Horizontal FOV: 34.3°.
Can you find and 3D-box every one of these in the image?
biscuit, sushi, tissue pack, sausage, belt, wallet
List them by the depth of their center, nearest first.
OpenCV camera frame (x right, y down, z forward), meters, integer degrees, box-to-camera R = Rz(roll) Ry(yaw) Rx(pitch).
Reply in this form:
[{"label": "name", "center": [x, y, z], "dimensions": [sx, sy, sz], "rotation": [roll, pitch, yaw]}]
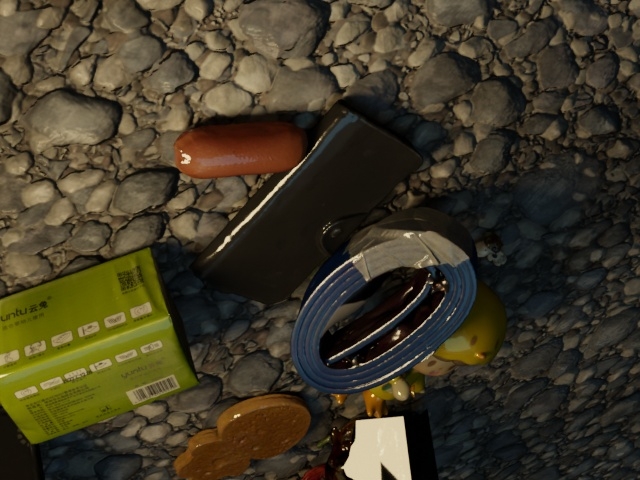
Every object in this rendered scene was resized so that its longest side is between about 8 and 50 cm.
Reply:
[{"label": "sausage", "center": [-0.110, -0.126, 1.437], "dimensions": [0.194, 0.077, 0.077], "rotation": [-6, 138, -20]}, {"label": "tissue pack", "center": [-0.348, 0.161, 1.568], "dimensions": [0.274, 0.167, 0.200], "rotation": [-19, 139, -4]}, {"label": "wallet", "center": [-0.022, -0.042, 1.585], "dimensions": [0.197, 0.051, 0.377], "rotation": [25, 119, -41]}, {"label": "belt", "center": [0.098, 0.098, 1.673], "dimensions": [0.347, 0.117, 0.212], "rotation": [-41, 100, 21]}, {"label": "biscuit", "center": [-0.152, 0.387, 2.023], "dimensions": [0.288, 0.044, 0.202], "rotation": [-34, 139, 15]}, {"label": "sushi", "center": [0.116, 0.459, 2.085], "dimensions": [0.212, 0.216, 0.227], "rotation": [-10, 173, 17]}]

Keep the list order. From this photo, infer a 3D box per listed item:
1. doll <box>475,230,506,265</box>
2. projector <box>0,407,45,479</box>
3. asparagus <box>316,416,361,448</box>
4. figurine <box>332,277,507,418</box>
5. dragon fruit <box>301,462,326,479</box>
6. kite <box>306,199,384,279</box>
[{"label": "doll", "center": [0.307, 0.018, 1.838], "dimensions": [0.085, 0.040, 0.058], "rotation": [22, 136, -36]}, {"label": "projector", "center": [-0.666, 0.499, 1.734], "dimensions": [0.395, 0.242, 0.405], "rotation": [-5, 138, -24]}, {"label": "asparagus", "center": [0.037, 0.398, 2.153], "dimensions": [0.114, 0.014, 0.015], "rotation": [-36, 176, 16]}, {"label": "figurine", "center": [0.175, 0.193, 1.865], "dimensions": [0.343, 0.187, 0.215], "rotation": [-39, 148, 27]}, {"label": "dragon fruit", "center": [0.009, 0.579, 2.258], "dimensions": [0.316, 0.152, 0.205], "rotation": [-25, 162, -21]}, {"label": "kite", "center": [0.001, 0.001, 1.683], "dimensions": [0.250, 0.012, 0.229], "rotation": [-32, 139, 10]}]
